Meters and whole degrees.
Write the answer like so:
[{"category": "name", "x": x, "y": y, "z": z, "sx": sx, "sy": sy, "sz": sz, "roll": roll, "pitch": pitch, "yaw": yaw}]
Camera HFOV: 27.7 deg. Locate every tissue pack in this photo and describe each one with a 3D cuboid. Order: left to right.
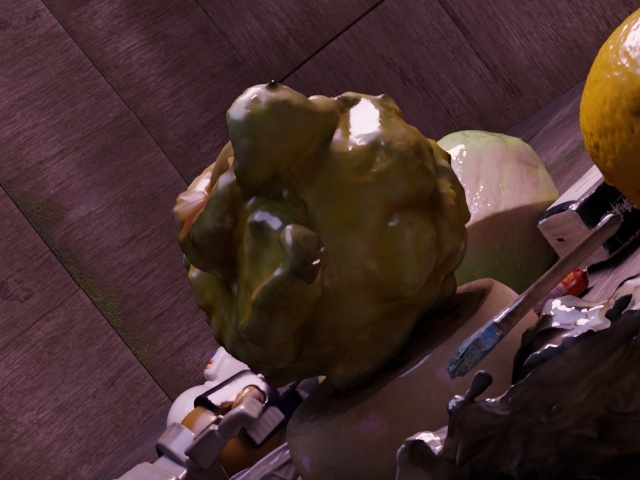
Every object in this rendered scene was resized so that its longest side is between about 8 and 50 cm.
[{"category": "tissue pack", "x": 0.339, "y": -0.048, "z": 1.466, "sx": 0.170, "sy": 0.090, "sz": 0.103, "roll": -41, "pitch": 4, "yaw": -19}]

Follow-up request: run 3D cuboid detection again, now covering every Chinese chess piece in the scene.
[{"category": "Chinese chess piece", "x": 0.095, "y": 0.150, "z": 1.224, "sx": 0.270, "sy": 0.112, "sz": 0.270, "roll": -36, "pitch": 4, "yaw": 3}]

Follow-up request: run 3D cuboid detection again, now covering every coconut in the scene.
[{"category": "coconut", "x": 0.201, "y": -0.014, "z": 1.575, "sx": 0.205, "sy": 0.236, "sz": 0.236, "roll": 7, "pitch": -29, "yaw": -40}]

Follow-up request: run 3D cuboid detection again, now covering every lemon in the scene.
[{"category": "lemon", "x": 0.359, "y": -0.125, "z": 1.211, "sx": 0.228, "sy": 0.228, "sz": 0.253, "roll": -40, "pitch": 3, "yaw": -25}]

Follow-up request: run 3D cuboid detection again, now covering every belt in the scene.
[{"category": "belt", "x": -0.038, "y": 0.260, "z": 1.504, "sx": 0.232, "sy": 0.071, "sz": 0.053, "roll": -35, "pitch": -3, "yaw": -9}]

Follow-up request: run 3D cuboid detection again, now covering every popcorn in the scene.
[{"category": "popcorn", "x": 0.004, "y": -0.001, "z": 1.220, "sx": 0.279, "sy": 0.274, "sz": 0.335, "roll": -6, "pitch": -1, "yaw": -28}]

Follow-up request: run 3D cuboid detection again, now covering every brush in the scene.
[{"category": "brush", "x": 0.164, "y": 0.041, "z": 0.986, "sx": 0.070, "sy": 0.021, "sz": 0.196, "roll": -32, "pitch": -12, "yaw": -51}]

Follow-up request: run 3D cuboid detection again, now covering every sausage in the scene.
[{"category": "sausage", "x": 0.238, "y": 0.070, "z": 1.402, "sx": 0.129, "sy": 0.034, "sz": 0.034, "roll": -38, "pitch": 4, "yaw": 2}]

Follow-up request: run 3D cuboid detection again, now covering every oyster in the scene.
[{"category": "oyster", "x": 0.188, "y": 0.106, "z": 0.938, "sx": 0.351, "sy": 0.114, "sz": 0.238, "roll": -31, "pitch": -2, "yaw": 27}]

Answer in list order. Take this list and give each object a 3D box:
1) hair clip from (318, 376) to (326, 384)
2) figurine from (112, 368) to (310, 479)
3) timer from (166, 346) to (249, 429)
[{"category": "hair clip", "x": 0.076, "y": 0.137, "z": 1.463, "sx": 0.159, "sy": 0.071, "sz": 0.218, "roll": -5, "pitch": -12, "yaw": -6}, {"category": "figurine", "x": -0.128, "y": 0.267, "z": 1.633, "sx": 0.308, "sy": 0.143, "sz": 0.308, "roll": -40, "pitch": 5, "yaw": 4}, {"category": "timer", "x": -0.086, "y": 0.178, "z": 1.905, "sx": 0.383, "sy": 0.270, "sz": 0.270, "roll": -55, "pitch": 8, "yaw": -15}]
